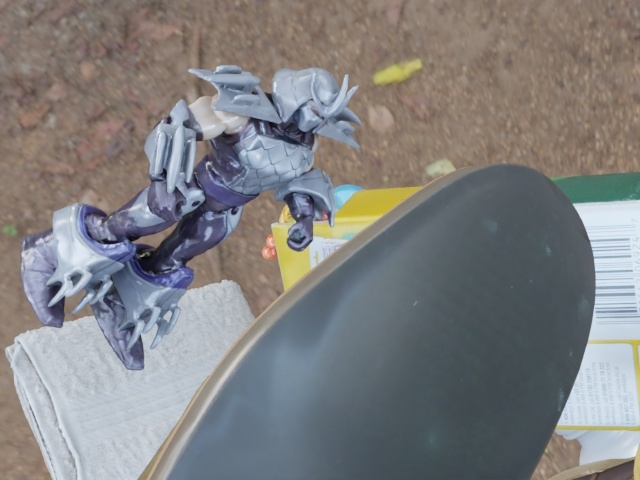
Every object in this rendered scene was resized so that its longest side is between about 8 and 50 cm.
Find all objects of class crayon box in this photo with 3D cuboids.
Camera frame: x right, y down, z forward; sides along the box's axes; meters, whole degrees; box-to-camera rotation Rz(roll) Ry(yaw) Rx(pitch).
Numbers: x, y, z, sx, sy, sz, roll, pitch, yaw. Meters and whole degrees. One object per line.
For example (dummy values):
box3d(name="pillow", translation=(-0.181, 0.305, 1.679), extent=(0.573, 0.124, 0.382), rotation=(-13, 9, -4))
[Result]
box3d(name="crayon box", translation=(0.136, 0.056, 1.091), extent=(0.323, 0.083, 0.203), rotation=(-3, 110, 22))

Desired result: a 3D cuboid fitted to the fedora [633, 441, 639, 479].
box3d(name="fedora", translation=(0.244, 0.126, 0.729), extent=(0.194, 0.194, 0.079), rotation=(-44, 104, -2))

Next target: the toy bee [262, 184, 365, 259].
box3d(name="toy bee", translation=(0.000, 0.000, 1.785), extent=(0.298, 0.195, 0.162), rotation=(23, 47, 28))

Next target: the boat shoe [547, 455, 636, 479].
box3d(name="boat shoe", translation=(0.258, 0.179, 0.896), extent=(0.207, 0.073, 0.073), rotation=(-24, 109, 3))

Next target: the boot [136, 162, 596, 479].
box3d(name="boot", translation=(-0.030, 0.092, 0.411), extent=(0.305, 0.112, 0.115), rotation=(-50, 22, -13))

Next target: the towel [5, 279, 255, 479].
box3d(name="towel", translation=(-0.159, 0.148, 1.259), extent=(0.049, 0.282, 0.187), rotation=(-41, 71, 49))

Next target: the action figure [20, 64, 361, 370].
box3d(name="action figure", translation=(-0.079, -0.027, 0.882), extent=(0.285, 0.185, 0.099), rotation=(-38, 52, 27))

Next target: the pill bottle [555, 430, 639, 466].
box3d(name="pill bottle", translation=(0.380, 0.223, 1.233), extent=(0.334, 0.188, 0.188), rotation=(41, 86, 1))
